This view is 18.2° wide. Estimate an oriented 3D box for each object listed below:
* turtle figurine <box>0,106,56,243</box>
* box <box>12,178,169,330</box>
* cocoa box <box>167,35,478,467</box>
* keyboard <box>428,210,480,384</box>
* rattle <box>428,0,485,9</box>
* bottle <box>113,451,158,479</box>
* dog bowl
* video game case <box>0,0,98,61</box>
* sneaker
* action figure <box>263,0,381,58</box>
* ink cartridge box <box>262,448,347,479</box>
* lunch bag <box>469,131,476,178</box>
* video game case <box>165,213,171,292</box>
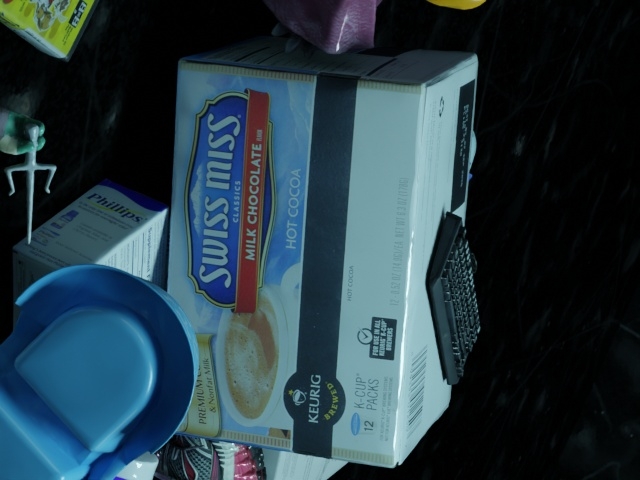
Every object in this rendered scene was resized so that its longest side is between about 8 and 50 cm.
[{"bbox_3d":[-0.282,-0.065,1.399,0.175,0.118,0.234,-61,147,-49],"label":"turtle figurine"},{"bbox_3d":[-0.200,0.037,1.742,0.137,0.072,0.126,-40,146,-45],"label":"box"},{"bbox_3d":[0.000,0.000,1.818,0.231,0.228,0.347,-35,130,-71],"label":"cocoa box"},{"bbox_3d":[0.127,0.045,1.824,0.180,0.023,0.108,77,24,-55],"label":"keyboard"},{"bbox_3d":[0.072,-0.286,1.949,0.130,0.143,0.199,-46,160,-9],"label":"rattle"},{"bbox_3d":[-0.233,0.325,1.900,0.092,0.118,0.283,3,111,-66],"label":"bottle"},{"bbox_3d":[-0.220,0.142,1.629,0.297,0.166,0.074,-44,176,13],"label":"dog bowl"},{"bbox_3d":[-0.191,-0.295,1.477,0.275,0.035,0.248,-65,158,-5],"label":"video game case"},{"bbox_3d":[-0.131,0.193,2.020,0.121,0.112,0.299,-99,175,-48],"label":"sneaker"},{"bbox_3d":[0.067,-0.327,1.652,0.276,0.248,0.370,-28,159,-43],"label":"action figure"},{"bbox_3d":[-0.023,0.218,2.281,0.191,0.082,0.139,-35,147,-44],"label":"ink cartridge box"},{"bbox_3d":[0.056,-0.053,2.091,0.090,0.176,0.219,7,107,-67],"label":"lunch bag"},{"bbox_3d":[-0.095,-0.021,1.986,0.201,0.023,0.183,6,107,-67],"label":"video game case"}]
